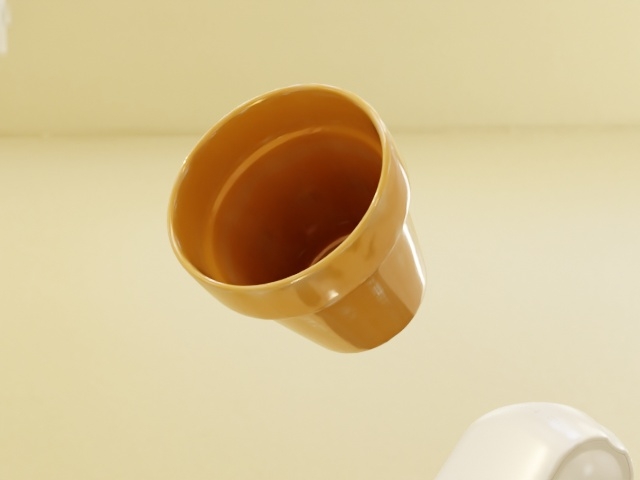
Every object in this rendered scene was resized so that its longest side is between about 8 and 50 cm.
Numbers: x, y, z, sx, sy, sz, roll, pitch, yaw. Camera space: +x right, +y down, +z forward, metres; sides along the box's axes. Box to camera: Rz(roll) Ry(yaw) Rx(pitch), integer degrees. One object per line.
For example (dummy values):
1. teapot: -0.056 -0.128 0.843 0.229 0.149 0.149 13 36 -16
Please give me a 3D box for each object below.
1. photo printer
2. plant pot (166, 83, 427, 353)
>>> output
1. photo printer: 0.181 0.304 1.589 0.307 0.107 0.256 -56 15 -10
2. plant pot: 0.000 0.000 1.352 0.188 0.205 0.205 51 -149 -49
